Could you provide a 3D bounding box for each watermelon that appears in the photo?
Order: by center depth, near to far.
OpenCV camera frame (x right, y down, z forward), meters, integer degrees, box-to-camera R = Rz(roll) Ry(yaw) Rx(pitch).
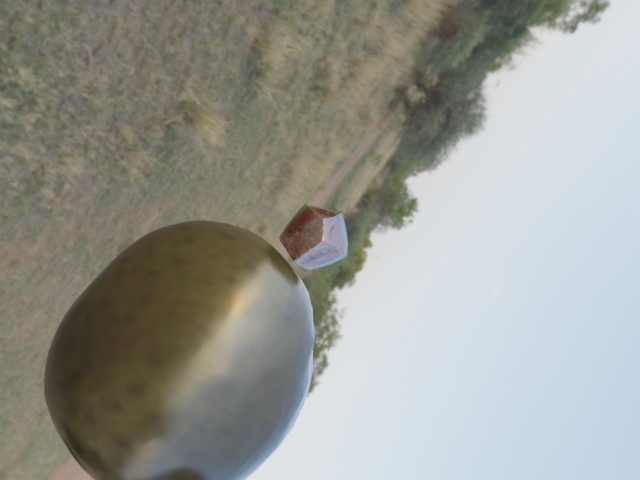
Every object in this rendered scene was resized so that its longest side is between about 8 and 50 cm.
[{"bbox_3d":[-0.003,0.003,0.873,0.084,0.092,0.072,-51,-166,25],"label":"watermelon"}]

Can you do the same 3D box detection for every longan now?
[{"bbox_3d":[-0.172,0.154,0.846,0.360,0.361,0.361,-56,178,-3],"label":"longan"}]
